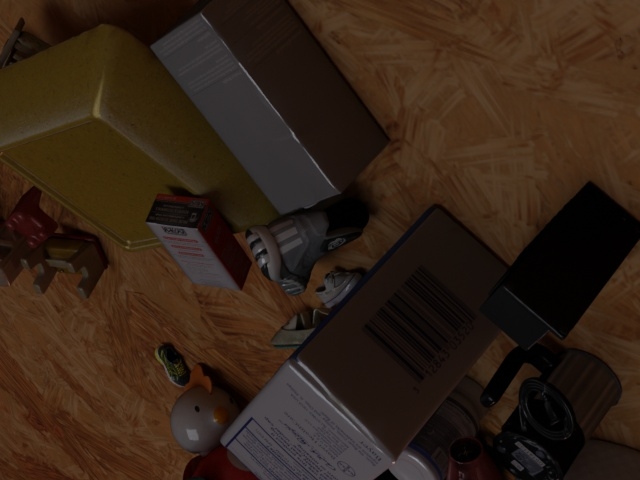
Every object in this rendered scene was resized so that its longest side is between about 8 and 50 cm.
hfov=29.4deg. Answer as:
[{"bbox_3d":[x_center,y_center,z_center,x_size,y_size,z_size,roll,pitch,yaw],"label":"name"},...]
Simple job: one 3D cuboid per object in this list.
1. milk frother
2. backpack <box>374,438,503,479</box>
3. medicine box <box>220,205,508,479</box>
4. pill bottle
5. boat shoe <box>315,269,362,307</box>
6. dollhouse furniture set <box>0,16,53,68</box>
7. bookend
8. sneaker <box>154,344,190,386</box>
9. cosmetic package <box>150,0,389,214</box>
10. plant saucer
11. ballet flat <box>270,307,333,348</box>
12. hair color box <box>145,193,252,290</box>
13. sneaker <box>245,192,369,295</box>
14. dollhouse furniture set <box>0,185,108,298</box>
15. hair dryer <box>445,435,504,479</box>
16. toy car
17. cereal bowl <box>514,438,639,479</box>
[{"bbox_3d":[0.255,0.168,1.276,0.129,0.135,0.143,50,148,-11],"label":"milk frother"},{"bbox_3d":[0.102,0.383,1.608,0.213,0.276,0.263,21,149,41],"label":"backpack"},{"bbox_3d":[0.053,0.144,1.354,0.149,0.263,0.289,43,149,3],"label":"medicine box"},{"bbox_3d":[0.144,0.231,1.477,0.078,0.137,0.078,29,145,22],"label":"pill bottle"},{"bbox_3d":[0.019,0.055,1.511,0.035,0.035,0.100,43,156,-3],"label":"boat shoe"},{"bbox_3d":[-0.326,-0.208,1.583,0.182,0.101,0.161,28,-167,-17],"label":"dollhouse furniture set"},{"bbox_3d":[0.210,0.048,1.162,0.072,0.157,0.156,41,148,6],"label":"bookend"},{"bbox_3d":[-0.237,0.205,1.989,0.083,0.031,0.035,51,148,-12],"label":"sneaker"},{"bbox_3d":[-0.053,-0.153,1.282,0.238,0.107,0.127,51,148,-17],"label":"cosmetic package"},{"bbox_3d":[-0.230,-0.090,1.447,0.333,0.081,0.333,-11,140,45],"label":"plant saucer"},{"bbox_3d":[-0.007,0.114,1.608,0.168,0.057,0.052,-6,96,47],"label":"ballet flat"},{"bbox_3d":[-0.139,0.003,1.419,0.072,0.043,0.141,7,152,24],"label":"hair color box"},{"bbox_3d":[0.000,0.000,1.421,0.086,0.132,0.229,64,-175,5],"label":"sneaker"},{"bbox_3d":[-0.523,-0.046,1.947,0.374,0.152,0.201,5,133,23],"label":"dollhouse furniture set"},{"bbox_3d":[0.235,0.316,1.313,0.293,0.080,0.223,44,140,-11],"label":"hair dryer"},{"bbox_3d":[-0.164,0.309,1.921,0.210,0.219,0.238,-27,78,57],"label":"toy car"},{"bbox_3d":[0.355,0.402,1.439,0.339,0.141,0.339,29,146,22],"label":"cereal bowl"}]
